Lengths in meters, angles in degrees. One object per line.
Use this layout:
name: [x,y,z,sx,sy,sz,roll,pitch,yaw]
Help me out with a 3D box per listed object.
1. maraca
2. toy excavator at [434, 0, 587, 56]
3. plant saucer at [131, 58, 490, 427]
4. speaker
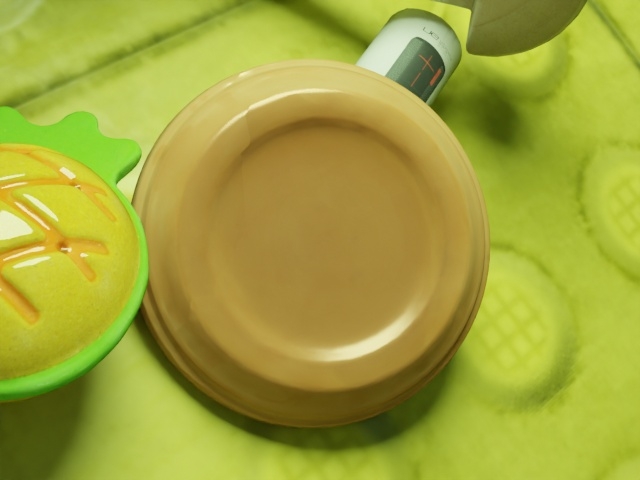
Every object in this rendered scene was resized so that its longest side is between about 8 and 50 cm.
maraca: [-0.143,-0.002,0.493,0.127,0.099,0.185,5,45,-8]
toy excavator: [-0.097,-0.270,0.560,0.445,0.433,0.222,58,36,-48]
plant saucer: [0.000,0.000,0.555,0.200,0.037,0.199,1,87,-14]
speaker: [0.035,-0.082,0.641,0.055,0.055,0.136,39,56,-6]
